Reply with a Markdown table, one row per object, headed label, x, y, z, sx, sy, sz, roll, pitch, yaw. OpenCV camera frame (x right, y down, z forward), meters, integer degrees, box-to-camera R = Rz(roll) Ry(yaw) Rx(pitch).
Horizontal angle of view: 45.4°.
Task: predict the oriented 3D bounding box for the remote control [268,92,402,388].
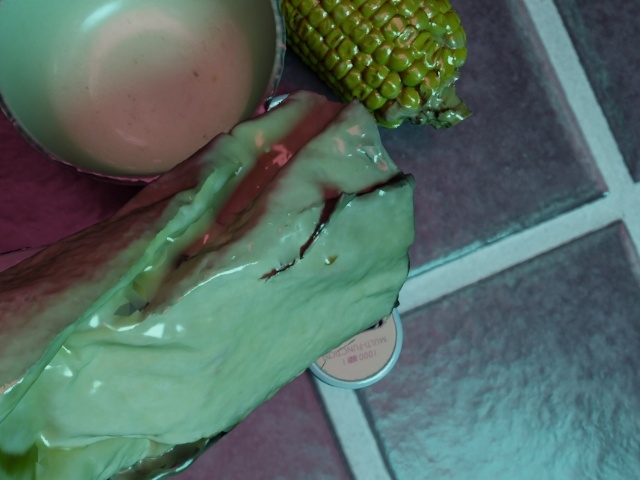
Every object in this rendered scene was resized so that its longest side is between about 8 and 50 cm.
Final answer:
| label | x | y | z | sx | sy | sz | roll | pitch | yaw |
| --- | --- | --- | --- | --- | --- | --- | --- | --- | --- |
| remote control | 0.000 | 0.000 | 0.622 | 0.087 | 0.047 | 0.244 | -14 | 84 | -13 |

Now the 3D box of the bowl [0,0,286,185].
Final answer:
| label | x | y | z | sx | sy | sz | roll | pitch | yaw |
| --- | --- | --- | --- | --- | --- | --- | --- | --- | --- |
| bowl | -0.134 | -0.133 | 0.584 | 0.211 | 0.112 | 0.211 | 1 | 80 | -6 |

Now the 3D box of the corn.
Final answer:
| label | x | y | z | sx | sy | sz | roll | pitch | yaw |
| --- | --- | --- | --- | --- | --- | --- | --- | --- | --- |
| corn | 0.003 | -0.210 | 0.614 | 0.119 | 0.119 | 0.322 | -43 | 89 | -11 |

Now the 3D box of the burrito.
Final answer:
| label | x | y | z | sx | sy | sz | roll | pitch | yaw |
| --- | --- | --- | --- | --- | --- | --- | --- | --- | --- |
| burrito | -0.093 | 0.044 | 0.461 | 0.332 | 0.190 | 0.135 | -33 | 62 | -30 |

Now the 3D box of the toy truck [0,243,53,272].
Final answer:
| label | x | y | z | sx | sy | sz | roll | pitch | yaw |
| --- | --- | --- | --- | --- | --- | --- | --- | --- | --- |
| toy truck | -0.191 | 0.122 | 0.540 | 0.101 | 0.125 | 0.242 | -14 | 84 | -9 |
